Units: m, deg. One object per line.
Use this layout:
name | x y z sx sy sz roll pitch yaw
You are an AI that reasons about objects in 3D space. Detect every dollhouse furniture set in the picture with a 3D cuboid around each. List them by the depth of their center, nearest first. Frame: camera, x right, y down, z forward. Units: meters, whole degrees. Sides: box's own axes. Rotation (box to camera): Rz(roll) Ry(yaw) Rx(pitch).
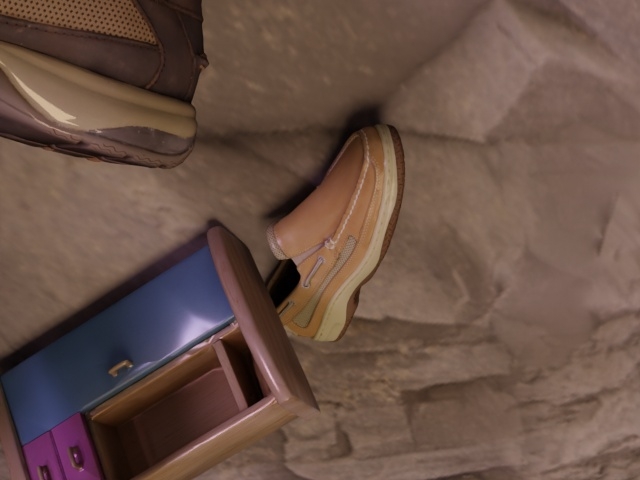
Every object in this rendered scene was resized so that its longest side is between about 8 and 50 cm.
dollhouse furniture set | -0.150 0.092 0.657 0.198 0.286 0.303 -33 149 11

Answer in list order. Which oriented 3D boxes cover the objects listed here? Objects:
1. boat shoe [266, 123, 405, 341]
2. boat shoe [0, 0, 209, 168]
boat shoe | 0.000 0.000 0.797 0.072 0.068 0.190 7 132 -14
boat shoe | -0.195 -0.133 0.534 0.355 0.132 0.130 19 84 -47
